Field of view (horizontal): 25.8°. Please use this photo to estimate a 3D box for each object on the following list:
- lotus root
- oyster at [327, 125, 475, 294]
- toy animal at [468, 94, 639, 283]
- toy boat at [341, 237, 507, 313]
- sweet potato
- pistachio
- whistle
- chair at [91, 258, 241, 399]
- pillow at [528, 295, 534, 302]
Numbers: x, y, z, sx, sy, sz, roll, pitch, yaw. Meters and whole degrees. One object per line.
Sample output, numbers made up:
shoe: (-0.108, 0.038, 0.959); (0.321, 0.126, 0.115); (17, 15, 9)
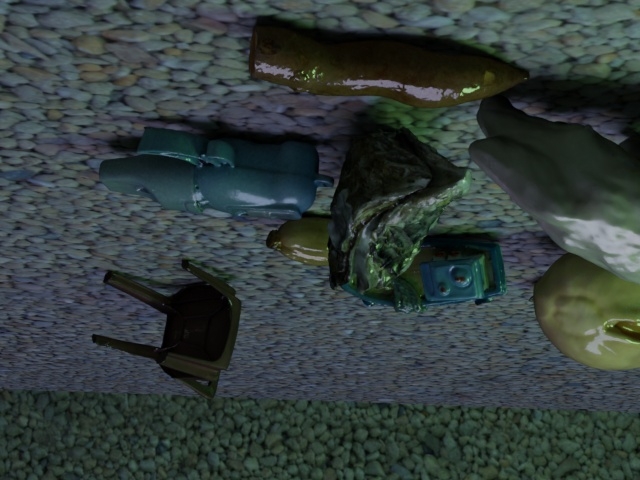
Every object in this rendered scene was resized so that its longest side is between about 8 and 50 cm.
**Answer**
lotus root: (0.000, 0.000, 1.904); (0.150, 0.062, 0.073); (6, 142, -19)
oyster: (0.075, -0.036, 1.556); (0.158, 0.162, 0.351); (-15, 172, -19)
toy animal: (0.325, -0.084, 1.410); (0.308, 0.266, 0.188); (46, 140, -1)
toy boat: (0.141, 0.054, 1.977); (0.237, 0.109, 0.098); (-5, -167, 25)
sweet potato: (0.072, -0.157, 1.317); (0.281, 0.059, 0.067); (6, 174, -11)
pistachio: (0.438, 0.086, 1.968); (0.299, 0.188, 0.187); (2, 166, -28)
whistle: (-0.119, -0.072, 1.612); (0.274, 0.093, 0.186); (3, 166, 11)
chair: (-0.197, 0.157, 2.301); (0.183, 0.176, 0.326); (1, 164, 37)
pillow: (0.415, 0.068, 2.141); (0.130, 0.038, 0.233); (6, 162, -15)
